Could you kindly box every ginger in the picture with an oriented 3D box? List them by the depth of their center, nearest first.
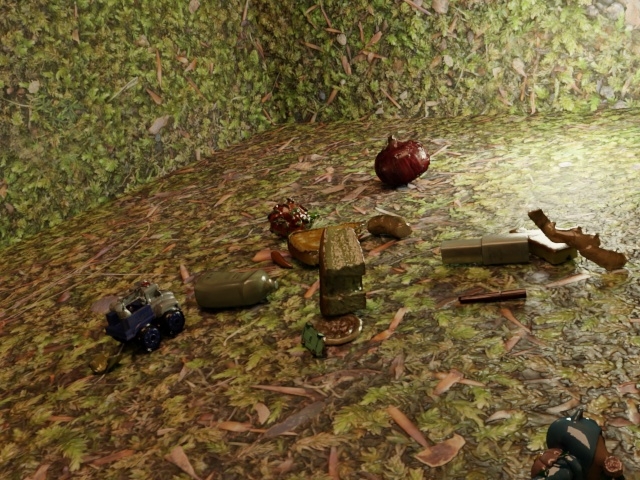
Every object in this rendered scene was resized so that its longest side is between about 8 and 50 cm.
[{"bbox_3d":[0.708,-0.008,1.780,0.288,0.075,0.089,36,85,25],"label":"ginger"},{"bbox_3d":[0.244,-0.050,2.243,0.190,0.069,0.095,6,50,36],"label":"ginger"}]

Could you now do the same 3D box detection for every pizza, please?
[{"bbox_3d":[0.000,0.000,2.237,0.287,0.074,0.251,-27,27,-36],"label":"pizza"}]

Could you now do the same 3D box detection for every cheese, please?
[{"bbox_3d":[-0.583,0.334,1.757,0.084,0.041,0.060,-16,12,22],"label":"cheese"}]

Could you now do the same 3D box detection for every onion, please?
[{"bbox_3d":[0.342,-0.350,2.731,0.252,0.219,0.252,-18,16,6],"label":"onion"}]

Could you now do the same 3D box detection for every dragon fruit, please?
[{"bbox_3d":[-0.101,-0.088,2.426,0.236,0.137,0.135,-29,-9,-40],"label":"dragon fruit"}]

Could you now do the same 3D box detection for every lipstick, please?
[{"bbox_3d":[0.455,0.149,1.702,0.176,0.027,0.027,-7,22,15],"label":"lipstick"},{"bbox_3d":[0.489,0.029,1.909,0.252,0.079,0.077,-6,24,18],"label":"lipstick"}]

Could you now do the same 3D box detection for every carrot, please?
[{"bbox_3d":[-0.136,0.068,2.198,0.035,0.035,0.142,-22,31,-24],"label":"carrot"}]

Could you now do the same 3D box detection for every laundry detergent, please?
[{"bbox_3d":[-0.252,0.142,1.992,0.253,0.091,0.181,-5,17,18],"label":"laundry detergent"}]

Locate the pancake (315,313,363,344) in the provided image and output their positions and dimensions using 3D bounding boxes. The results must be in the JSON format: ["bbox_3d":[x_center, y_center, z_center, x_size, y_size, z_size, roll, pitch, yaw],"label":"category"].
[{"bbox_3d":[0.045,0.236,1.699,0.139,0.022,0.139,-11,22,4],"label":"pancake"}]

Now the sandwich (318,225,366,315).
[{"bbox_3d":[0.054,0.083,1.777,0.122,0.236,0.128,-5,5,-11],"label":"sandwich"}]

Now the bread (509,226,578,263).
[{"bbox_3d":[0.661,0.008,1.912,0.088,0.049,0.226,-17,22,-11],"label":"bread"}]

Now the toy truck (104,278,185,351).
[{"bbox_3d":[-0.515,0.206,1.855,0.161,0.177,0.213,4,27,37],"label":"toy truck"}]

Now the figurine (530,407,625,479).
[{"bbox_3d":[0.425,0.378,1.063,0.178,0.114,0.144,-37,39,-26],"label":"figurine"}]

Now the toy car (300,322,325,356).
[{"bbox_3d":[-0.015,0.254,1.642,0.035,0.059,0.122,11,11,-31],"label":"toy car"}]
